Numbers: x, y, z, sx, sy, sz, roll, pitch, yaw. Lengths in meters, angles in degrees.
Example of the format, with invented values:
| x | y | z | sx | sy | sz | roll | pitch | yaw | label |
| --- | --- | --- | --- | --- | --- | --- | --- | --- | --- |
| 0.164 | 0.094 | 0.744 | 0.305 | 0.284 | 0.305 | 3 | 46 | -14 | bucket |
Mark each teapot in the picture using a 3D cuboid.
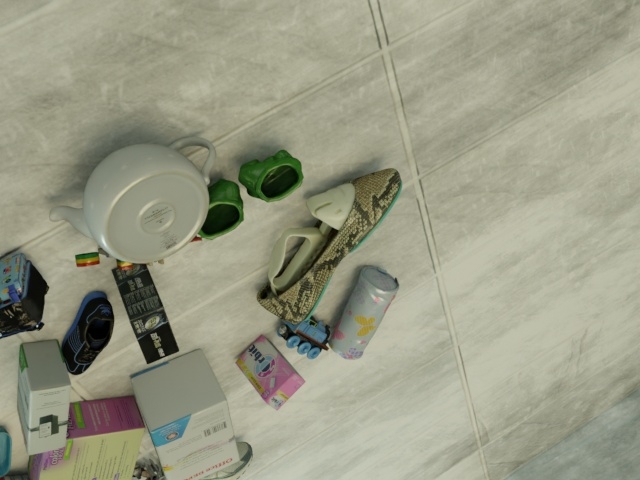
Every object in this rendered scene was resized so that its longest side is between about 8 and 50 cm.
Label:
| x | y | z | sx | sy | sz | roll | pitch | yaw | label |
| --- | --- | --- | --- | --- | --- | --- | --- | --- | --- |
| -0.350 | -0.096 | 1.355 | 0.256 | 0.187 | 0.252 | 8 | 119 | -45 | teapot |

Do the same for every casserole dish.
| x | y | z | sx | sy | sz | roll | pitch | yaw | label |
| --- | --- | --- | --- | --- | --- | --- | --- | --- | --- |
| -0.804 | 0.510 | 1.666 | 0.114 | 0.037 | 0.188 | -4 | 127 | -31 | casserole dish |

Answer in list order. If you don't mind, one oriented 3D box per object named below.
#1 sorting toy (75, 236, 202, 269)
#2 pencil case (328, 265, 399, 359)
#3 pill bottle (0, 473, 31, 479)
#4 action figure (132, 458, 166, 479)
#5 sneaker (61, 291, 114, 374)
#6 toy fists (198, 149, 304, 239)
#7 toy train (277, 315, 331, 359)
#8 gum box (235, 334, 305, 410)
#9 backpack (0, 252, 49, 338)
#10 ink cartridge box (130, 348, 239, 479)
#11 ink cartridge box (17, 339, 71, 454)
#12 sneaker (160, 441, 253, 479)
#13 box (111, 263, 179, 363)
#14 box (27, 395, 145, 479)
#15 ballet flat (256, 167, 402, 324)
| x | y | z | sx | sy | sz | roll | pitch | yaw | label |
| --- | --- | --- | --- | --- | --- | --- | --- | --- | --- |
| -0.381 | 0.030 | 1.474 | 0.275 | 0.132 | 0.046 | -10 | 97 | -27 | sorting toy |
| 0.116 | 0.204 | 1.952 | 0.114 | 0.124 | 0.273 | 16 | 116 | -17 | pencil case |
| -0.741 | 0.649 | 1.769 | 0.180 | 0.108 | 0.108 | 5 | 122 | -36 | pill bottle |
| -0.510 | 0.738 | 1.948 | 0.099 | 0.185 | 0.285 | 19 | 123 | -43 | action figure |
| -0.527 | 0.230 | 1.576 | 0.081 | 0.090 | 0.232 | 5 | 121 | -35 | sneaker |
| -0.167 | -0.104 | 1.504 | 0.279 | 0.142 | 0.096 | -33 | 105 | -6 | toy fists |
| -0.039 | 0.258 | 1.925 | 0.105 | 0.080 | 0.184 | -50 | 135 | 3 | toy train |
| -0.139 | 0.347 | 1.857 | 0.107 | 0.188 | 0.062 | -45 | 136 | -4 | gum box |
| -0.644 | 0.124 | 1.377 | 0.173 | 0.158 | 0.117 | -21 | 126 | -1 | backpack |
| -0.348 | 0.467 | 1.807 | 0.198 | 0.197 | 0.270 | -20 | 133 | -19 | ink cartridge box |
| -0.627 | 0.353 | 1.570 | 0.087 | 0.153 | 0.208 | -4 | 128 | -32 | ink cartridge box |
| -0.332 | 0.653 | 2.037 | 0.283 | 0.110 | 0.122 | -18 | 129 | -20 | sneaker |
| -0.388 | 0.155 | 1.539 | 0.078 | 0.180 | 0.147 | -21 | 133 | -15 | box |
| -0.592 | 0.520 | 1.753 | 0.243 | 0.117 | 0.213 | -1 | 125 | -33 | box |
| 0.000 | 0.000 | 1.696 | 0.182 | 0.164 | 0.483 | 26 | 111 | -27 | ballet flat |
